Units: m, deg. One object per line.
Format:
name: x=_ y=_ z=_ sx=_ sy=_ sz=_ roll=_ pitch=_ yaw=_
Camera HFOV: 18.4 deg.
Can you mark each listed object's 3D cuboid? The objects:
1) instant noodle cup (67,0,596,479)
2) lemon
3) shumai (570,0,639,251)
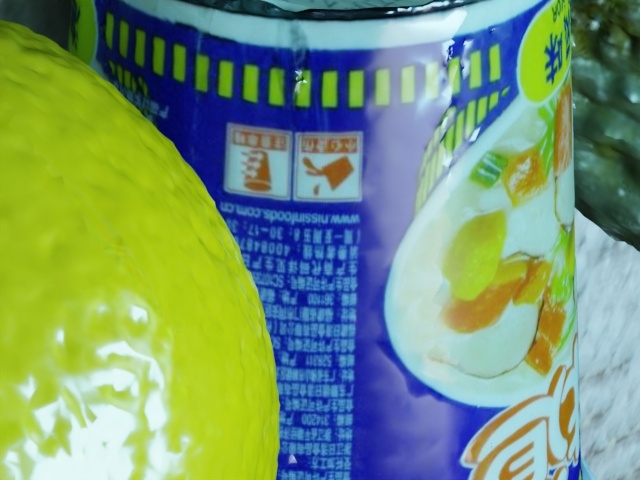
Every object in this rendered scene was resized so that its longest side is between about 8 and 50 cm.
instant noodle cup: x=0.000 y=0.000 z=0.837 sx=0.284 sy=0.284 sz=0.312 roll=-28 pitch=133 yaw=-38
lemon: x=-0.149 y=0.057 z=0.642 sx=0.293 sy=0.293 sz=0.293 roll=-36 pitch=145 yaw=-30
shumai: x=0.257 y=-0.193 z=0.976 sx=0.323 sy=0.324 sz=0.397 roll=-49 pitch=158 yaw=-39
